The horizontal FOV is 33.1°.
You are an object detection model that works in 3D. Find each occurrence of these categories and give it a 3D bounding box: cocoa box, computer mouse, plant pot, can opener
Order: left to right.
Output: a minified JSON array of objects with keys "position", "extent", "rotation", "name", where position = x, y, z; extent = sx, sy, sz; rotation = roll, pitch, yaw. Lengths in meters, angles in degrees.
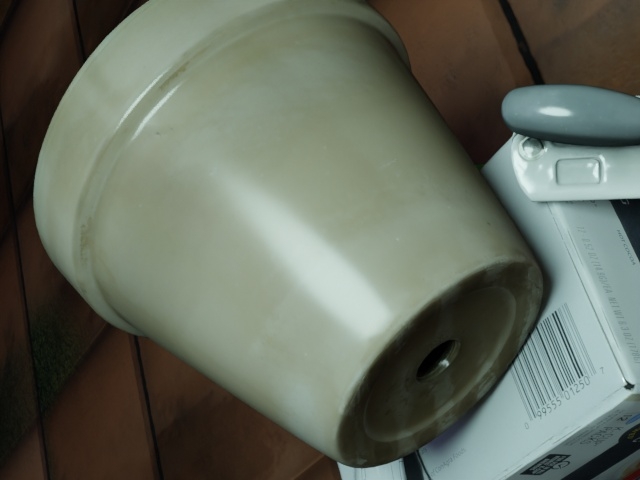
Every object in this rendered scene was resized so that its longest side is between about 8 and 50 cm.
[{"position":[0.000,0.000,0.788],"extent":[0.280,0.323,0.323],"rotation":[44,123,32],"name":"plant pot"},{"position":[0.047,0.174,0.886],"extent":[0.106,0.042,0.193],"rotation":[-51,45,39],"name":"computer mouse"},{"position":[0.187,0.108,0.931],"extent":[0.347,0.228,0.231],"rotation":[-49,47,42],"name":"cocoa box"},{"position":[0.265,-0.067,0.730],"extent":[0.093,0.280,0.074],"rotation":[28,-118,-78],"name":"can opener"}]

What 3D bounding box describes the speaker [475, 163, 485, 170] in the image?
[{"position":[0.110,0.051,1.149],"extent":[0.296,0.131,0.131],"rotation":[-50,47,41],"name":"speaker"}]
